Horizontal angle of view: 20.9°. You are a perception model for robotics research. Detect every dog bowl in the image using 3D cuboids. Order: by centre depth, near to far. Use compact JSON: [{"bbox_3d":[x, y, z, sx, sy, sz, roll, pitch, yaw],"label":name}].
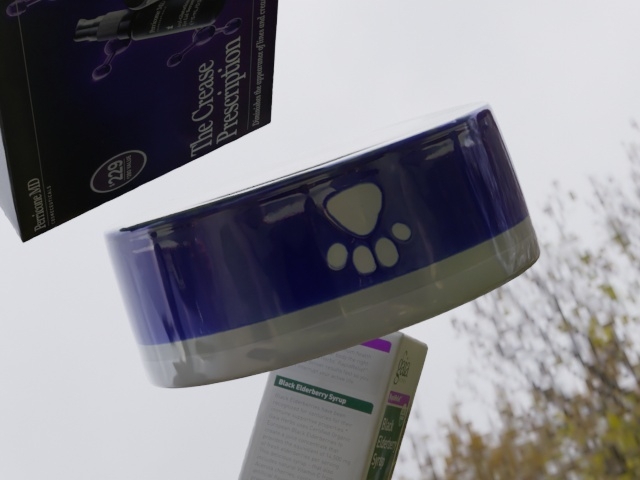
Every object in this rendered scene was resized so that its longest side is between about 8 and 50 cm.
[{"bbox_3d":[0.000,0.000,1.102,0.265,0.265,0.104,-18,-85,2],"label":"dog bowl"}]

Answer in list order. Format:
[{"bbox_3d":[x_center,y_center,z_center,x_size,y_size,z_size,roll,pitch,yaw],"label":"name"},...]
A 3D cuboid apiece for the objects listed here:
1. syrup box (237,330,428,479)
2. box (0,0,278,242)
[{"bbox_3d":[-0.001,0.172,1.299,0.096,0.093,0.237,16,-94,16],"label":"syrup box"},{"bbox_3d":[-0.123,-0.136,0.989,0.184,0.103,0.261,-25,-26,-17],"label":"box"}]
